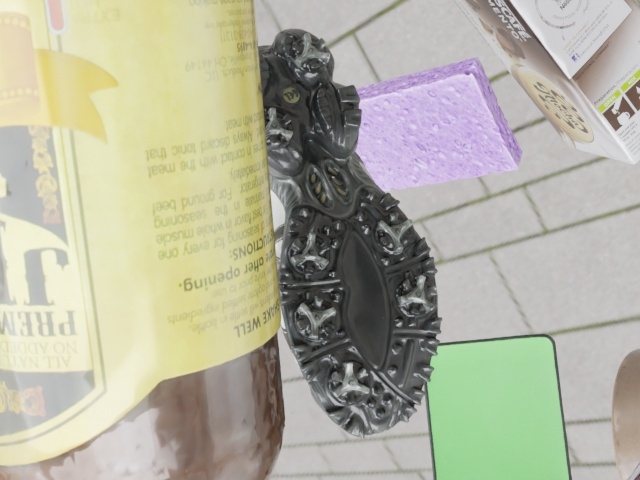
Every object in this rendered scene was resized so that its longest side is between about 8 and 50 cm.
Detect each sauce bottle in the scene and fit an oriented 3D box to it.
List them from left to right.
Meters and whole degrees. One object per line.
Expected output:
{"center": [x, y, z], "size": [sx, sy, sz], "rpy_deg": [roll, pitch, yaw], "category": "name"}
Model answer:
{"center": [-0.067, 0.020, 0.362], "size": [0.111, 0.111, 0.344], "rpy_deg": [6, 105, 48], "category": "sauce bottle"}

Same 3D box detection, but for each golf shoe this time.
{"center": [0.000, 0.000, 0.520], "size": [0.094, 0.077, 0.198], "rpy_deg": [127, 131, -67], "category": "golf shoe"}

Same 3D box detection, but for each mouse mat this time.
{"center": [0.196, 0.203, 1.192], "size": [0.007, 0.153, 0.189], "rpy_deg": [66, -161, -78], "category": "mouse mat"}

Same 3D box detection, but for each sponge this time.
{"center": [0.085, -0.106, 1.059], "size": [0.210, 0.031, 0.117], "rpy_deg": [-9, 129, 36], "category": "sponge"}

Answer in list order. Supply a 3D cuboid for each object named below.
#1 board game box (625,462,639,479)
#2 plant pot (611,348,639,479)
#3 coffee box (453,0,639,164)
{"center": [0.184, 0.155, 0.558], "size": [0.060, 0.194, 0.194], "rpy_deg": [32, 132, 17], "category": "board game box"}
{"center": [0.525, 0.250, 1.349], "size": [0.229, 0.263, 0.263], "rpy_deg": [-15, 107, 37], "category": "plant pot"}
{"center": [0.280, -0.242, 1.233], "size": [0.297, 0.119, 0.168], "rpy_deg": [47, 178, -20], "category": "coffee box"}
